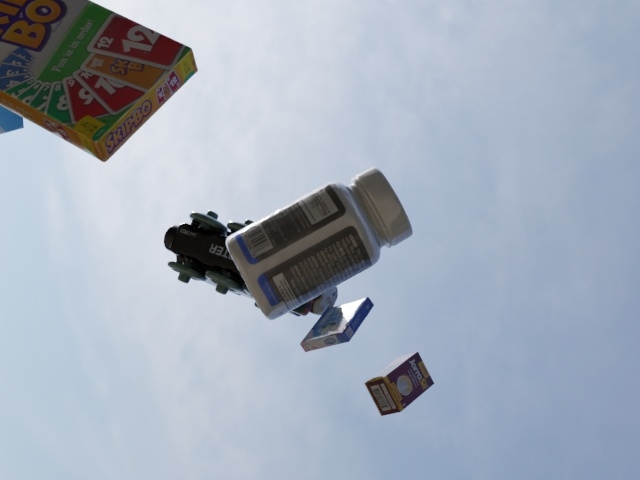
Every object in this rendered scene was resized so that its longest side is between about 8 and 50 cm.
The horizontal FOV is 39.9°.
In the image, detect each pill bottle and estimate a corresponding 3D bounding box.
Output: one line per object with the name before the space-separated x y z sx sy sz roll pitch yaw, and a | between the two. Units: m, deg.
pill bottle | 0.000 0.000 0.712 0.078 0.137 0.078 61 -3 6

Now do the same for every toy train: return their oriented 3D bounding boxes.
toy train | -0.125 0.048 1.590 0.334 0.190 0.142 16 -101 30

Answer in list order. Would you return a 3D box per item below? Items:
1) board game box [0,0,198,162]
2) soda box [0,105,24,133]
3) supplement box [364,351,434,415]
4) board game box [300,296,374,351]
board game box | -0.247 -0.169 0.776 0.259 0.124 0.039 27 -28 23
soda box | -0.463 -0.148 1.035 0.067 0.210 0.071 63 -25 17
supplement box | 0.110 0.199 1.226 0.043 0.083 0.055 -26 -87 48
board game box | 0.025 0.126 1.324 0.090 0.090 0.020 -21 -70 40
